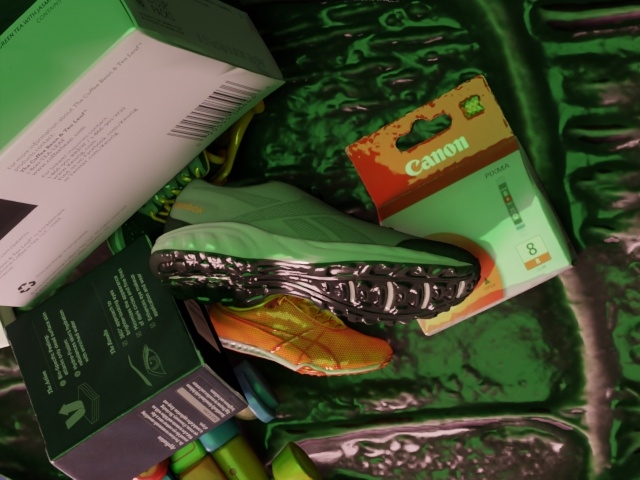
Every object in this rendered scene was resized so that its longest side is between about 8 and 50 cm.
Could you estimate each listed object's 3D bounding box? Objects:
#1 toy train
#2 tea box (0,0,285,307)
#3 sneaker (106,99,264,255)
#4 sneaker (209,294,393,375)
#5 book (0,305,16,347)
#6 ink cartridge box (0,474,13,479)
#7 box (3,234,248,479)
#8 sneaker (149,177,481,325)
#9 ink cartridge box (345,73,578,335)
[{"bbox_3d":[-0.057,0.239,1.454,0.143,0.105,0.248,-35,87,8],"label":"toy train"},{"bbox_3d":[-0.268,-0.169,1.345,0.329,0.220,0.323,-39,68,21],"label":"tea box"},{"bbox_3d":[-0.122,-0.065,1.416,0.083,0.084,0.215,38,110,33],"label":"sneaker"},{"bbox_3d":[-0.019,0.076,1.424,0.175,0.064,0.067,14,107,17],"label":"sneaker"},{"bbox_3d":[-0.353,0.041,1.555,0.096,0.035,0.144,-17,95,25],"label":"book"},{"bbox_3d":[-0.325,0.324,1.583,0.223,0.045,0.224,23,105,14],"label":"ink cartridge box"},{"bbox_3d":[-0.170,0.109,1.403,0.158,0.093,0.156,-32,52,6],"label":"box"},{"bbox_3d":[0.000,0.000,1.341,0.271,0.108,0.100,9,147,3],"label":"sneaker"},{"bbox_3d":[0.115,-0.029,1.372,0.145,0.045,0.179,-27,92,21],"label":"ink cartridge box"}]
